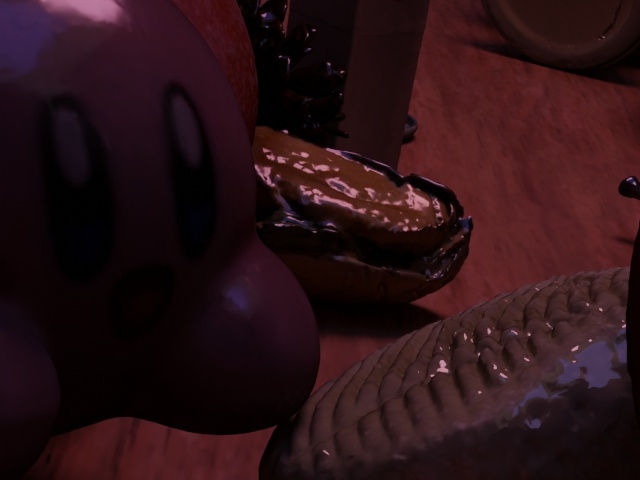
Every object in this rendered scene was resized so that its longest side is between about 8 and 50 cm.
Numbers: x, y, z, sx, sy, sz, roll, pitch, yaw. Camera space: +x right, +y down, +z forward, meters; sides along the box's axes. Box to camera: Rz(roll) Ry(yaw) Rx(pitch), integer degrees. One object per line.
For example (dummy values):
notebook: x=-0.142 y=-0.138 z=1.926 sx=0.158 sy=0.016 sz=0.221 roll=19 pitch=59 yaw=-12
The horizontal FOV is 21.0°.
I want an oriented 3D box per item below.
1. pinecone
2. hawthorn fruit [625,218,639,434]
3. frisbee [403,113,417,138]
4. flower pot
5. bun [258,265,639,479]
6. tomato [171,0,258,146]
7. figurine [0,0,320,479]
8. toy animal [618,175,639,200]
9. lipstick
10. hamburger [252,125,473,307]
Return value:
pinecone: x=-0.058 y=-0.099 z=1.202 sx=0.165 sy=0.163 sz=0.163 roll=20 pitch=13 yaw=-21
hawthorn fruit: x=0.301 y=0.057 z=0.475 sx=0.472 sy=0.471 sz=0.472 roll=9 pitch=17 yaw=-3
frisbee: x=0.029 y=-0.104 z=1.481 sx=0.110 sy=0.014 sz=0.110 roll=8 pitch=18 yaw=-3
flower pot: x=0.311 y=-0.331 z=1.921 sx=0.307 sy=0.307 sz=0.244 roll=17 pitch=32 yaw=22
bun: x=0.092 y=0.091 z=0.694 sx=0.220 sy=0.134 sz=0.220 roll=-23 pitch=5 yaw=2
tomato: x=-0.173 y=-0.099 z=0.980 sx=0.270 sy=0.227 sz=0.270 roll=-10 pitch=23 yaw=4
figurine: x=-0.148 y=-0.020 z=0.702 sx=0.270 sy=0.211 sz=0.261 roll=-7 pitch=5 yaw=-40
toy animal: x=0.305 y=-0.006 z=1.227 sx=0.217 sy=0.073 sz=0.176 roll=7 pitch=31 yaw=-30
lipstick: x=0.037 y=-0.221 z=1.257 sx=0.076 sy=0.371 sz=0.080 roll=-7 pitch=24 yaw=-41
hamburger: x=-0.006 y=0.001 z=1.036 sx=0.176 sy=0.087 sz=0.102 roll=22 pitch=33 yaw=11
